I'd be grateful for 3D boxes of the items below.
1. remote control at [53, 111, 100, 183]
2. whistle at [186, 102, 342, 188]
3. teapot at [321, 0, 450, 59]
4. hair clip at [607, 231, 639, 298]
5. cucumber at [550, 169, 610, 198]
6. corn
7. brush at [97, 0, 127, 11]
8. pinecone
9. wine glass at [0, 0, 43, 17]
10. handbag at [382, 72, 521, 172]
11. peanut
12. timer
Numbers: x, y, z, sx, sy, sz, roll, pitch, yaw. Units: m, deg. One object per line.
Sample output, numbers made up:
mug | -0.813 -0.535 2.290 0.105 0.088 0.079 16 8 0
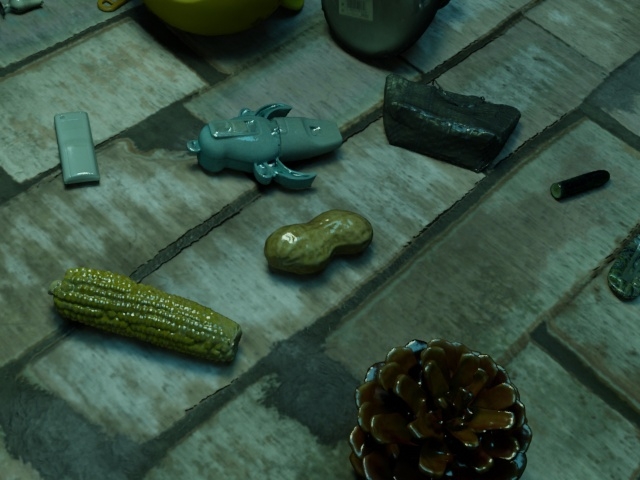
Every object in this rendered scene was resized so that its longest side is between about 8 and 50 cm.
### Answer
remote control | -0.413 -0.160 1.444 0.061 0.029 0.162 -8 55 -18
whistle | -0.096 -0.172 1.477 0.274 0.093 0.186 -6 54 -19
teapot | 0.133 -0.507 1.735 0.285 0.305 0.223 -42 112 -40
hair clip | 0.563 0.020 1.483 0.066 0.036 0.229 31 60 19
cucumber | 0.484 -0.106 1.567 0.133 0.032 0.032 -16 58 -23
corn | -0.254 0.106 1.241 0.288 0.086 0.086 18 52 0
brush | -0.354 -0.537 1.751 0.103 0.013 0.272 34 56 15
pinecone | 0.150 0.244 1.108 0.264 0.264 0.264 5 53 -7
wine glass | -0.574 -0.455 1.631 0.083 0.042 0.039 -24 90 -28
handbag | 0.238 -0.233 1.594 0.270 0.088 0.175 18 44 4
peanut | 0.001 0.002 1.366 0.193 0.089 0.089 -21 60 -23
timer | -0.193 -0.568 1.624 0.376 0.376 0.387 22 30 6
